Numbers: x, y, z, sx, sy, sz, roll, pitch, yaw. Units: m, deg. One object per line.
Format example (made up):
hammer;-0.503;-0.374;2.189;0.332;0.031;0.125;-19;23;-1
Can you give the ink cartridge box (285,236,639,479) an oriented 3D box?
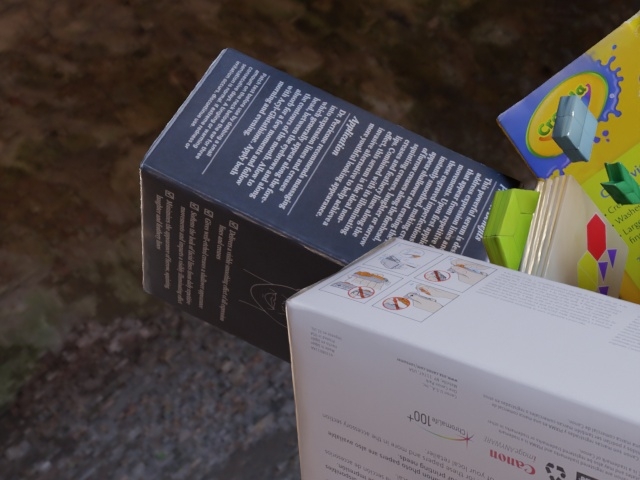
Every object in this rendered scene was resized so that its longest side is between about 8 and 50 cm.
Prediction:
ink cartridge box;0.138;0.173;0.704;0.309;0.272;0.130;17;31;37

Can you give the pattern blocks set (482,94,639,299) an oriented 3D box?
pattern blocks set;0.218;0.051;0.939;0.026;0.285;0.325;-1;51;41

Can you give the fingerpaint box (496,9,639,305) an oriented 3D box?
fingerpaint box;0.481;-0.109;1.130;0.445;0.371;0.163;-38;-22;17

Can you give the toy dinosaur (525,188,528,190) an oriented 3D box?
toy dinosaur;0.370;-0.013;1.708;0.064;0.118;0.268;58;-130;-76

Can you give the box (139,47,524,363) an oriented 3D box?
box;0.000;0.000;1.297;0.212;0.395;0.293;-60;-8;-31
